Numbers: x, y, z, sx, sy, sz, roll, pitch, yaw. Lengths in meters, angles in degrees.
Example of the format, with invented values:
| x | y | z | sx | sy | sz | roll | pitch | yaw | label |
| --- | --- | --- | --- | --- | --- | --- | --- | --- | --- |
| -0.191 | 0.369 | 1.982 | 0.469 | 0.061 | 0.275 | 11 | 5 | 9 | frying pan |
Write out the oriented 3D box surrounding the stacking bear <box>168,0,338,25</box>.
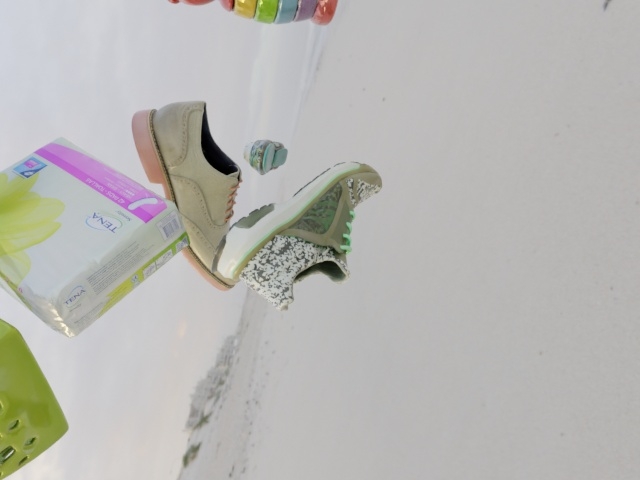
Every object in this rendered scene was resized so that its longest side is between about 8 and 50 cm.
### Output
| x | y | z | sx | sy | sz | roll | pitch | yaw | label |
| --- | --- | --- | --- | --- | --- | --- | --- | --- | --- |
| -0.123 | -0.460 | 0.959 | 0.175 | 0.289 | 0.164 | 101 | 161 | -44 | stacking bear |

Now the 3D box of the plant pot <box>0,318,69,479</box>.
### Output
| x | y | z | sx | sy | sz | roll | pitch | yaw | label |
| --- | --- | --- | --- | --- | --- | --- | --- | --- | --- |
| -0.508 | 0.214 | 0.713 | 0.207 | 0.227 | 0.228 | -47 | -33 | -43 | plant pot |

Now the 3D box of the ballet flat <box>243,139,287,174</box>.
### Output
| x | y | z | sx | sy | sz | roll | pitch | yaw | label |
| --- | --- | --- | --- | --- | --- | --- | --- | --- | --- |
| -0.112 | -0.160 | 1.042 | 0.188 | 0.070 | 0.070 | -37 | -42 | -80 | ballet flat |

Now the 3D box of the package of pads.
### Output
| x | y | z | sx | sy | sz | roll | pitch | yaw | label |
| --- | --- | --- | --- | --- | --- | --- | --- | --- | --- |
| -0.379 | -0.016 | 0.812 | 0.229 | 0.296 | 0.101 | -46 | -30 | -32 | package of pads |

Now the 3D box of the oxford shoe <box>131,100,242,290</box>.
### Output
| x | y | z | sx | sy | sz | roll | pitch | yaw | label |
| --- | --- | --- | --- | --- | --- | --- | --- | --- | --- |
| -0.211 | -0.072 | 1.055 | 0.140 | 0.147 | 0.397 | -93 | -14 | -57 | oxford shoe |

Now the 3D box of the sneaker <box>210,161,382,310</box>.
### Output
| x | y | z | sx | sy | sz | roll | pitch | yaw | label |
| --- | --- | --- | --- | --- | --- | --- | --- | --- | --- |
| 0.000 | 0.000 | 1.016 | 0.410 | 0.182 | 0.158 | -35 | -13 | -37 | sneaker |
